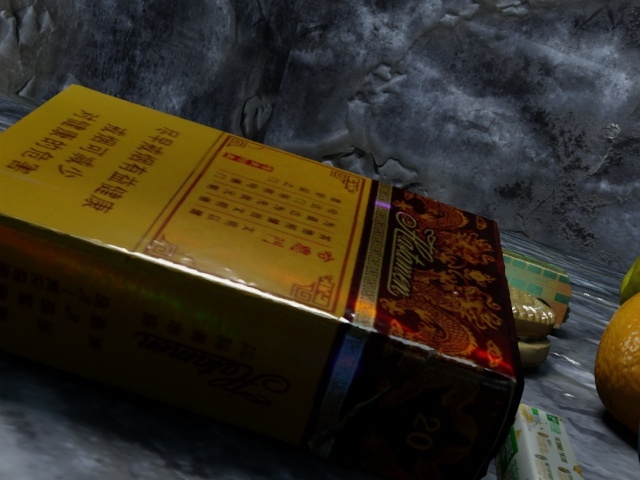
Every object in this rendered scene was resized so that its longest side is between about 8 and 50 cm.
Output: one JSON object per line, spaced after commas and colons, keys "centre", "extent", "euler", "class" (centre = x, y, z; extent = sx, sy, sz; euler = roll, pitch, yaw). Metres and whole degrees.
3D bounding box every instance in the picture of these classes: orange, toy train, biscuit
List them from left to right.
{"centre": [0.176, 0.083, 1.028], "extent": [0.259, 0.079, 0.259], "euler": [18, 8, -3], "class": "biscuit"}
{"centre": [0.302, 0.071, 1.263], "extent": [0.188, 0.099, 0.072], "euler": [20, 10, 14], "class": "toy train"}
{"centre": [0.399, 0.137, 0.836], "extent": [0.224, 0.170, 0.224], "euler": [15, 10, -3], "class": "orange"}

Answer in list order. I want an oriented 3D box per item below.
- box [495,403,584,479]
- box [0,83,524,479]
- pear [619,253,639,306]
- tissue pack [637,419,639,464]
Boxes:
{"centre": [0.152, 0.170, 0.563], "extent": [0.041, 0.049, 0.207], "euler": [20, 10, 7], "class": "box"}
{"centre": [-0.058, 0.020, 0.641], "extent": [0.416, 0.115, 0.264], "euler": [18, 26, -1], "class": "box"}
{"centre": [0.621, 0.104, 1.235], "extent": [0.307, 0.252, 0.253], "euler": [32, 14, 17], "class": "pear"}
{"centre": [0.360, 0.156, 0.562], "extent": [0.206, 0.198, 0.287], "euler": [10, 12, -16], "class": "tissue pack"}
